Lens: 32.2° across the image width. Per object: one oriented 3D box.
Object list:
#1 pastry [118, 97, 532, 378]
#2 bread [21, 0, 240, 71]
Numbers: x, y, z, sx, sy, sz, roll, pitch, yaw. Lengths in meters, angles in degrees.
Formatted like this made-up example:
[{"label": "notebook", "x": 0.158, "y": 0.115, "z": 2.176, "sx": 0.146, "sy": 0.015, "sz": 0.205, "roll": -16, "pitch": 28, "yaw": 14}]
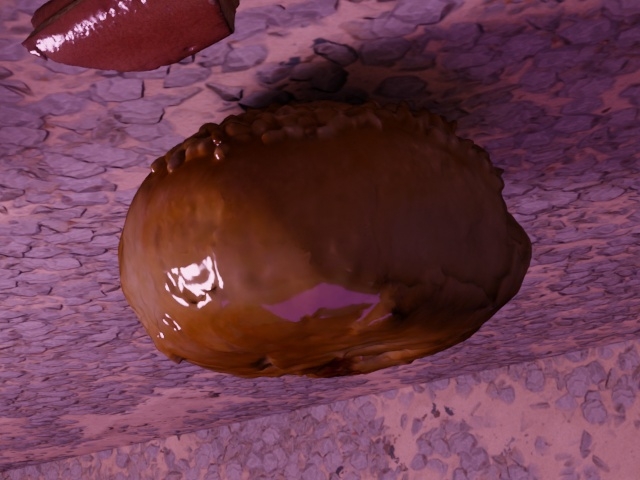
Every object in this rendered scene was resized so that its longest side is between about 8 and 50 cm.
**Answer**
[{"label": "pastry", "x": 0.000, "y": 0.000, "z": 1.102, "sx": 0.409, "sy": 0.245, "sz": 0.409, "roll": -5, "pitch": 165, "yaw": -1}, {"label": "bread", "x": -0.116, "y": -0.173, "z": 0.821, "sx": 0.192, "sy": 0.067, "sz": 0.119, "roll": -21, "pitch": 157, "yaw": 37}]
